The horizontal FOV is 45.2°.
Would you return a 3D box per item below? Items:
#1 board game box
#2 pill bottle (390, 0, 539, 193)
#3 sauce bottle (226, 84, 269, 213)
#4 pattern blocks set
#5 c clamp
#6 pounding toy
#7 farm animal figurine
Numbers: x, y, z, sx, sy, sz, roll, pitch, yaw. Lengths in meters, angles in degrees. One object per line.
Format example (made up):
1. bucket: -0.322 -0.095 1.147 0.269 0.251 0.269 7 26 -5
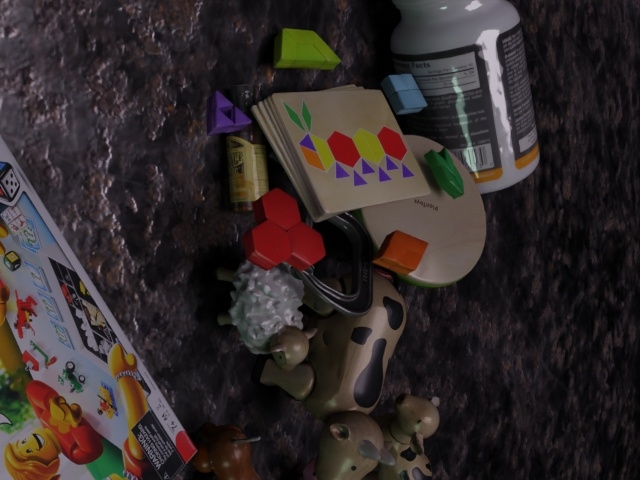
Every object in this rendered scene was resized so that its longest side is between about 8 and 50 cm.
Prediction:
1. board game box: -0.224 0.087 0.521 0.305 0.053 0.193 61 34 -13
2. pill bottle: 0.178 -0.209 0.969 0.162 0.162 0.278 -38 122 -41
3. sauce bottle: -0.075 -0.092 0.778 0.042 0.042 0.128 -4 88 -49
4. pattern blocks set: 0.024 -0.094 0.798 0.325 0.026 0.285 -3 67 -41
5. c clamp: 0.000 0.000 0.763 0.137 0.022 0.161 29 39 -29
6. pounding toy: 0.076 -0.040 0.921 0.237 0.110 0.183 41 57 -12
7. farm animal figurine: 0.031 0.178 0.830 0.330 0.172 0.327 9 87 -50
